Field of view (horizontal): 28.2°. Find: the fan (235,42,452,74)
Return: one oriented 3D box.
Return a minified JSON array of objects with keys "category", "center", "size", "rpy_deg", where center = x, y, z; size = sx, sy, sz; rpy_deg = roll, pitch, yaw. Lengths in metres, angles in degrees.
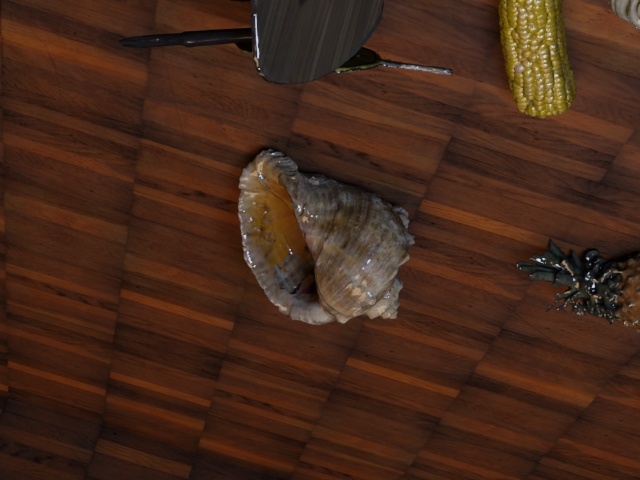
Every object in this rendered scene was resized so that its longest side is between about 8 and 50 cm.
[{"category":"fan","center":[0.023,-0.264,1.816],"size":[0.335,0.229,0.011],"rpy_deg":[9,109,4]}]

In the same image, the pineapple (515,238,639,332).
[{"category":"pineapple","center":[0.501,0.083,2.152],"size":[0.341,0.169,0.169],"rpy_deg":[7,145,18]}]

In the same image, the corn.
[{"category":"corn","center":[0.298,-0.282,1.757],"size":[0.101,0.101,0.291],"rpy_deg":[4,145,17]}]

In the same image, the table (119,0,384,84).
[{"category":"table","center":[-0.094,-0.356,1.715],"size":[0.249,0.317,0.317],"rpy_deg":[9,148,32]}]

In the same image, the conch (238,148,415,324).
[{"category":"conch","center":[0.012,-0.002,2.193],"size":[0.210,0.352,0.297],"rpy_deg":[-15,163,-48]}]

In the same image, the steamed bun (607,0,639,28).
[{"category":"steamed bun","center":[0.442,-0.334,1.583],"size":[0.218,0.144,0.211],"rpy_deg":[32,142,-24]}]
